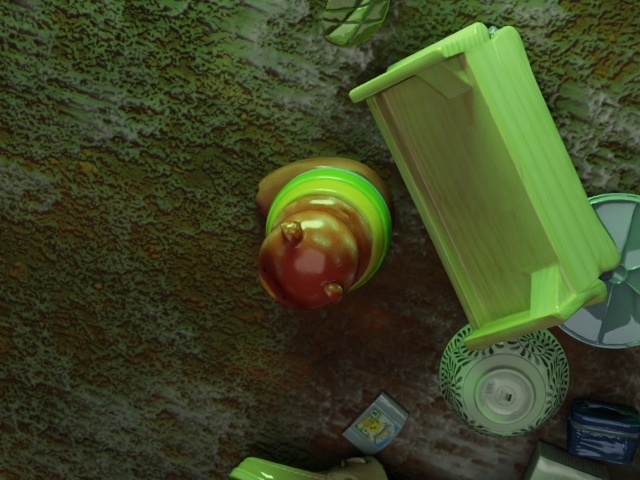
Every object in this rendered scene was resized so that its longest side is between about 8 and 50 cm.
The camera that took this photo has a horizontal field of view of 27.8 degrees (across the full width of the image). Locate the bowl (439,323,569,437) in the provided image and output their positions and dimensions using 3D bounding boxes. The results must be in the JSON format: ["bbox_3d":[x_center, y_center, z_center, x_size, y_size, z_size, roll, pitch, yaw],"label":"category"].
[{"bbox_3d":[0.235,0.186,1.650,0.170,0.080,0.170,1,103,6],"label":"bowl"}]

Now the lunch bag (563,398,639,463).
[{"bbox_3d":[0.358,0.238,1.652,0.098,0.067,0.065,10,104,6],"label":"lunch bag"}]

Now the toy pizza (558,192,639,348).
[{"bbox_3d":[0.370,0.037,1.622,0.201,0.032,0.201,2,105,7],"label":"toy pizza"}]

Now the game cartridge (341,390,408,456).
[{"bbox_3d":[0.075,0.246,1.718,0.056,0.017,0.083,40,105,-7],"label":"game cartridge"}]

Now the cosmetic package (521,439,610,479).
[{"bbox_3d":[0.288,0.391,1.701,0.098,0.060,0.239,21,105,2],"label":"cosmetic package"}]

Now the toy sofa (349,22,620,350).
[{"bbox_3d":[0.202,-0.067,1.555,0.150,0.177,0.363,-23,95,41],"label":"toy sofa"}]

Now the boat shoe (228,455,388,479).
[{"bbox_3d":[0.048,0.344,1.705,0.341,0.122,0.110,20,67,-2],"label":"boat shoe"}]

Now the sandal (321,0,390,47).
[{"bbox_3d":[0.057,-0.318,1.572,0.072,0.049,0.180,20,93,-4],"label":"sandal"}]

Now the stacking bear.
[{"bbox_3d":[0.000,0.000,1.526,0.164,0.289,0.175,-27,98,13],"label":"stacking bear"}]
